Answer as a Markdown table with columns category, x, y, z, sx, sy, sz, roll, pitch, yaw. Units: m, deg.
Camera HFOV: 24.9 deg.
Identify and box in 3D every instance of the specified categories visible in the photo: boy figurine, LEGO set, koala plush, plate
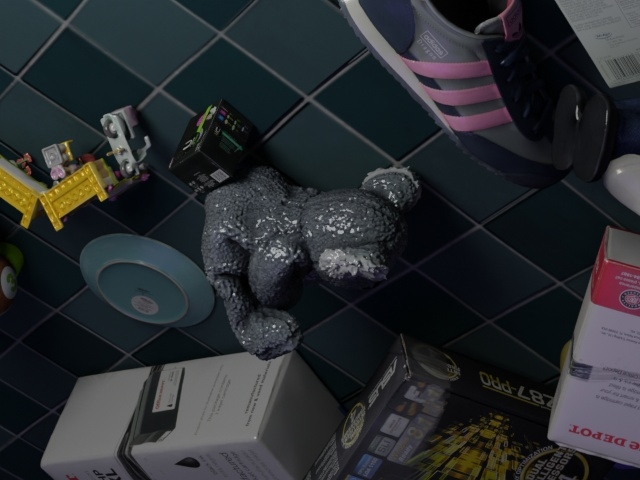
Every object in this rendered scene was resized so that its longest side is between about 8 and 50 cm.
| category | x | y | z | sx | sy | sz | roll | pitch | yaw |
| --- | --- | --- | --- | --- | --- | --- | --- | --- | --- |
| boy figurine | 0.362 | -0.098 | 1.368 | 0.285 | 0.177 | 0.092 | 3 | 104 | -21 |
| LEGO set | -0.311 | -0.086 | 1.728 | 0.287 | 0.107 | 0.132 | -3 | 102 | 32 |
| koala plush | 0.000 | 0.000 | 1.606 | 0.221 | 0.196 | 0.203 | -8 | 124 | 36 |
| plate | -0.231 | 0.061 | 1.900 | 0.188 | 0.024 | 0.188 | 11 | 140 | 9 |

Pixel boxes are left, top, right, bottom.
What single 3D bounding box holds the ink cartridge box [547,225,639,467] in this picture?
| category | x | y | z | sx | sy | sz | roll | pitch | yaw |
| --- | --- | --- | --- | --- | --- | --- | --- | --- | --- |
| ink cartridge box | 0.365 | 0.125 | 1.599 | 0.172 | 0.100 | 0.237 | 15 | 117 | 6 |

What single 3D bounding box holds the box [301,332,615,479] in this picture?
| category | x | y | z | sx | sy | sz | roll | pitch | yaw |
| --- | --- | --- | --- | --- | --- | --- | --- | --- | --- |
| box | 0.149 | 0.330 | 1.857 | 0.318 | 0.097 | 0.395 | 23 | 119 | -17 |

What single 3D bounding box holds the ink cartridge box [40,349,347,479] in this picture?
| category | x | y | z | sx | sy | sz | roll | pitch | yaw |
| --- | --- | --- | --- | --- | --- | --- | --- | --- | --- |
| ink cartridge box | -0.151 | 0.317 | 2.056 | 0.394 | 0.166 | 0.285 | -11 | 132 | 33 |

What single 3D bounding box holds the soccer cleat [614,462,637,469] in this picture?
| category | x | y | z | sx | sy | sz | roll | pitch | yaw |
| --- | --- | --- | --- | --- | --- | --- | --- | --- | --- |
| soccer cleat | 0.435 | 0.245 | 1.782 | 0.083 | 0.095 | 0.248 | 35 | 139 | -19 |

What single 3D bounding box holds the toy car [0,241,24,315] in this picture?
| category | x | y | z | sx | sy | sz | roll | pitch | yaw |
| --- | --- | --- | --- | --- | --- | --- | --- | --- | --- |
| toy car | -0.440 | 0.005 | 1.833 | 0.149 | 0.155 | 0.188 | 25 | 129 | -7 |

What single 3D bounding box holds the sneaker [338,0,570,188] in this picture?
| category | x | y | z | sx | sy | sz | roll | pitch | yaw |
| --- | --- | --- | --- | --- | --- | --- | --- | --- | --- |
| sneaker | 0.162 | -0.171 | 1.389 | 0.319 | 0.112 | 0.131 | 39 | 140 | -25 |

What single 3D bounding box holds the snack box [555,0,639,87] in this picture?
| category | x | y | z | sx | sy | sz | roll | pitch | yaw |
| --- | --- | --- | --- | --- | --- | --- | --- | --- | --- |
| snack box | 0.359 | -0.251 | 1.250 | 0.322 | 0.060 | 0.187 | -13 | 133 | 34 |

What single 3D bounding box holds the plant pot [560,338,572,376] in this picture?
| category | x | y | z | sx | sy | sz | roll | pitch | yaw |
| --- | --- | --- | --- | --- | --- | --- | --- | --- | --- |
| plant pot | 0.350 | 0.187 | 1.749 | 0.134 | 0.095 | 0.134 | 11 | 141 | 9 |

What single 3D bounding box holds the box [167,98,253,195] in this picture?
| category | x | y | z | sx | sy | sz | roll | pitch | yaw |
| --- | --- | --- | --- | --- | --- | --- | --- | --- | --- |
| box | -0.122 | -0.104 | 1.608 | 0.052 | 0.083 | 0.062 | 39 | 137 | -24 |

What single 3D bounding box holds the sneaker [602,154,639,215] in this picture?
| category | x | y | z | sx | sy | sz | roll | pitch | yaw |
| --- | --- | --- | --- | --- | --- | --- | --- | --- | --- |
| sneaker | 0.386 | -0.015 | 1.495 | 0.212 | 0.094 | 0.080 | 26 | 143 | -8 |
